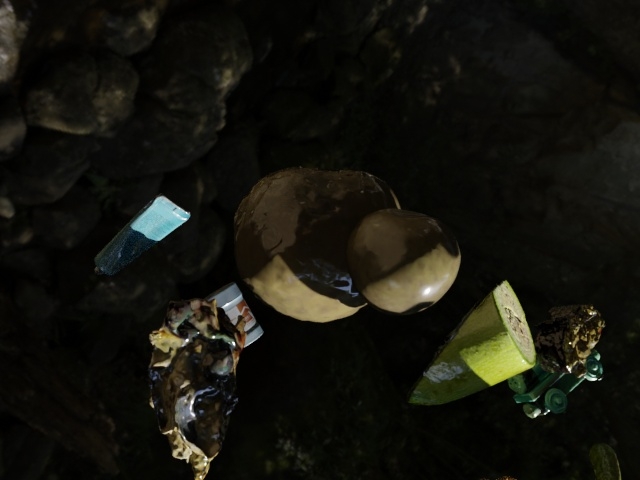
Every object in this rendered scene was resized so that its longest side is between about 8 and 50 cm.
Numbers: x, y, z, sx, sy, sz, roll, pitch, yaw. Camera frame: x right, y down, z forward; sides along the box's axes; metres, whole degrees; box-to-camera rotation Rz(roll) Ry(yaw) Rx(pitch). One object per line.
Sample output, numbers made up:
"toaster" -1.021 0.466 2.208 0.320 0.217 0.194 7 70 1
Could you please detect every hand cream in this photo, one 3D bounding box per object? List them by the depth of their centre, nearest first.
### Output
"hand cream" -0.354 -0.004 1.242 0.224 0.083 0.048 -37 -137 16

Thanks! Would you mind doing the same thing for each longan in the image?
"longan" 0.176 0.042 1.388 0.246 0.246 0.215 -50 176 8
"longan" -0.005 0.008 1.673 0.404 0.436 0.404 180 -90 -78

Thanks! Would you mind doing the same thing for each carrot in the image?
"carrot" 0.768 0.630 1.740 0.074 0.074 0.358 -49 168 15

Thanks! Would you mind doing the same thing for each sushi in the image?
"sushi" 0.631 0.235 1.650 0.212 0.147 0.115 -39 -170 -35

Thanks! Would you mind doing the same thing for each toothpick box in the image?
"toothpick box" -0.227 0.197 1.682 0.101 0.153 0.101 -30 -174 3

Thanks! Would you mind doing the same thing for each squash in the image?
"squash" 0.313 0.250 1.493 0.309 0.210 0.233 -26 175 25

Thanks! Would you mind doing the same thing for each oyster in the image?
"oyster" -0.240 0.290 1.253 0.096 0.221 0.361 6 -96 52

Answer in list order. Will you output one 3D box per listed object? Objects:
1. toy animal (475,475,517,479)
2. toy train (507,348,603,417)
"toy animal" 0.423 0.671 1.716 0.255 0.114 0.116 -6 178 11
"toy train" 0.671 0.371 1.872 0.298 0.194 0.120 -33 175 -23
